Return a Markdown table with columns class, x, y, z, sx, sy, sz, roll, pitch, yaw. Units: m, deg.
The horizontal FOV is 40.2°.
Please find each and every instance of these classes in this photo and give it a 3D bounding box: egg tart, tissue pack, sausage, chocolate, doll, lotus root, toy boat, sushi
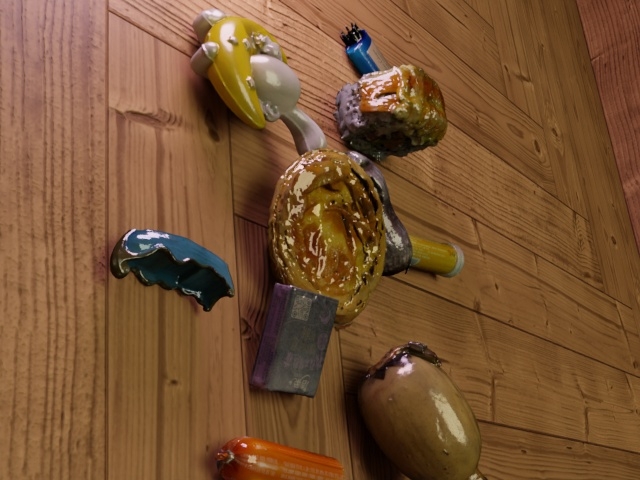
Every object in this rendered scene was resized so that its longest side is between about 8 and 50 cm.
| class | x | y | z | sx | sy | sz | roll | pitch | yaw |
| --- | --- | --- | --- | --- | --- | --- | --- | --- | --- |
| egg tart | 0.000 | 0.000 | 1.430 | 0.297 | 0.132 | 0.297 | 7 | 81 | -48 |
| tissue pack | -0.038 | 0.150 | 1.294 | 0.112 | 0.051 | 0.156 | 20 | 81 | -48 |
| sausage | -0.061 | 0.314 | 1.199 | 0.234 | 0.071 | 0.071 | 28 | 51 | -46 |
| chocolate | 0.089 | -0.045 | 1.595 | 0.110 | 0.110 | 0.248 | -31 | 101 | -57 |
| doll | -0.106 | -0.260 | 1.424 | 0.252 | 0.111 | 0.237 | 25 | 37 | -46 |
| lotus root | 0.184 | 0.319 | 1.429 | 0.310 | 0.183 | 0.182 | 54 | 31 | 11 |
| toy boat | -0.195 | 0.043 | 1.146 | 0.185 | 0.075 | 0.077 | 32 | 39 | -40 |
| sushi | 0.147 | -0.248 | 1.725 | 0.274 | 0.184 | 0.140 | 20 | 61 | -55 |

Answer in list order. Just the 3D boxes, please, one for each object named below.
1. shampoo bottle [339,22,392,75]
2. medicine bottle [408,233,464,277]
| class | x | y | z | sx | sy | sz | roll | pitch | yaw |
| --- | --- | --- | --- | --- | --- | --- | --- | --- | --- |
| shampoo bottle | 0.105 | -0.379 | 1.852 | 0.183 | 0.050 | 0.087 | 49 | 41 | -29 |
| medicine bottle | 0.205 | 0.026 | 1.755 | 0.218 | 0.074 | 0.074 | 14 | 61 | -51 |
